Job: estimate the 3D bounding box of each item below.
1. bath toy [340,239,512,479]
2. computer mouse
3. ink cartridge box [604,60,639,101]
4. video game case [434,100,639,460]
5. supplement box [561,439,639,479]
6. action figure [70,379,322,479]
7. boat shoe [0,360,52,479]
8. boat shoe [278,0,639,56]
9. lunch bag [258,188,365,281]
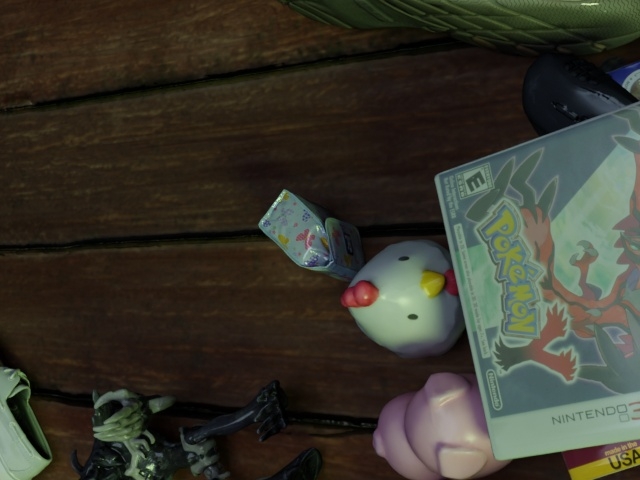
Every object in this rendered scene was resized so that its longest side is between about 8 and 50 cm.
[{"bbox_3d":[0.096,0.160,0.642,0.151,0.129,0.349,-22,72,27],"label":"bath toy"},{"bbox_3d":[0.221,-0.060,0.617,0.242,0.041,0.071,51,130,39],"label":"computer mouse"},{"bbox_3d":[0.374,-0.103,0.553,0.370,0.069,0.176,-20,74,30],"label":"ink cartridge box"},{"bbox_3d":[0.174,0.025,0.549,0.183,0.023,0.202,-19,73,31],"label":"video game case"},{"bbox_3d":[0.192,0.063,0.611,0.080,0.104,0.188,-29,69,27],"label":"supplement box"},{"bbox_3d":[-0.146,0.204,0.777,0.275,0.141,0.164,-18,86,26],"label":"action figure"},{"bbox_3d":[-0.345,0.174,0.946,0.063,0.066,0.184,-31,65,9],"label":"boat shoe"},{"bbox_3d":[0.096,-0.238,0.697,0.355,0.132,0.130,18,92,31],"label":"boat shoe"},{"bbox_3d":[0.000,0.000,0.756,0.053,0.071,0.083,-50,60,11],"label":"lunch bag"}]
